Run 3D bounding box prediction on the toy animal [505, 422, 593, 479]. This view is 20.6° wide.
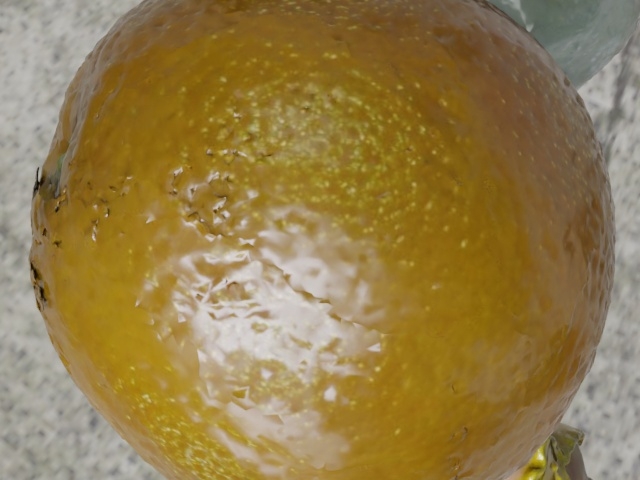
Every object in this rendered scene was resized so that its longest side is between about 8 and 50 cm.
[{"bbox_3d":[0.142,0.194,1.433,0.156,0.156,0.230,-8,142,24],"label":"toy animal"}]

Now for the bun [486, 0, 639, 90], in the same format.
[{"bbox_3d":[0.069,-0.227,1.259,0.362,0.211,0.362,27,143,23],"label":"bun"}]

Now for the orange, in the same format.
[{"bbox_3d":[0.000,0.000,0.812,0.274,0.274,0.274,9,120,16],"label":"orange"}]
